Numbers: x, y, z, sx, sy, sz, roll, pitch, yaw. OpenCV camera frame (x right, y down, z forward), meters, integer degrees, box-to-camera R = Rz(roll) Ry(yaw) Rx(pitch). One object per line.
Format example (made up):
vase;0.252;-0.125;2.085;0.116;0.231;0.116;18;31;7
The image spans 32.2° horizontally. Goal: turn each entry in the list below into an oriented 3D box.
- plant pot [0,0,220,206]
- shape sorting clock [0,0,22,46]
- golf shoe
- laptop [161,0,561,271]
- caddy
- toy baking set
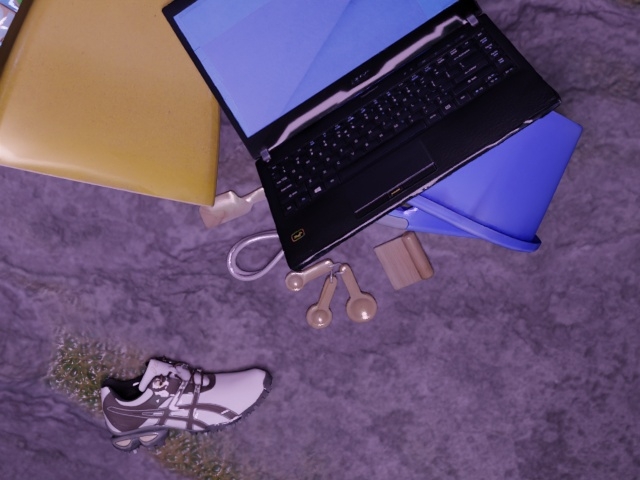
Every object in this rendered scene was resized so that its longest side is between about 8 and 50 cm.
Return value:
plant pot;-0.203;-0.156;1.041;0.212;0.212;0.187;11;97;-21
shape sorting clock;-0.353;-0.280;1.071;0.206;0.040;0.206;-2;112;-4
golf shoe;-0.153;0.171;1.246;0.198;0.077;0.094;-19;111;1
laptop;0.018;-0.147;0.875;0.234;0.264;0.136;-33;124;8
caddy;0.080;-0.101;1.074;0.341;0.241;0.179;25;103;-13
toy baking set;0.005;-0.005;1.215;0.256;0.030;0.197;36;104;-17
